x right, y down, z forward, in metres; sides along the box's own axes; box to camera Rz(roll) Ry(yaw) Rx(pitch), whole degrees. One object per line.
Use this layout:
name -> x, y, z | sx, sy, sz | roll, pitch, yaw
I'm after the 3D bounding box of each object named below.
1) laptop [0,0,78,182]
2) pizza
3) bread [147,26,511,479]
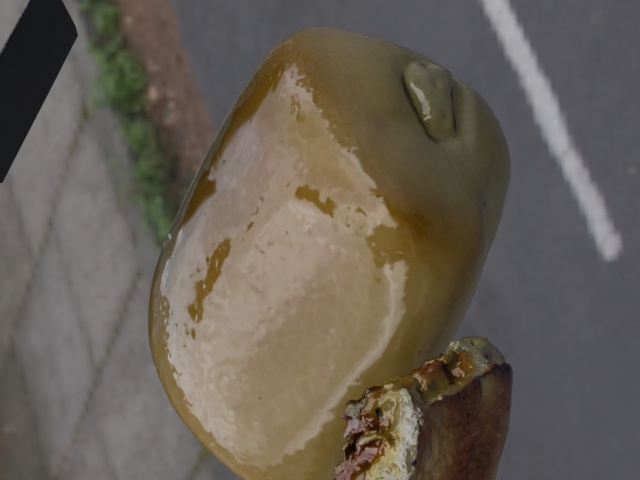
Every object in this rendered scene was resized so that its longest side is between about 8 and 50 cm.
laptop -> -0.315, -0.169, 1.949 | 0.135, 0.016, 0.197 | 73, -142, -64
pizza -> 0.040, 0.188, 1.252 | 0.085, 0.305, 0.161 | 13, 153, 39
bread -> 0.000, 0.000, 1.671 | 0.376, 0.253, 0.348 | -58, 15, 34
